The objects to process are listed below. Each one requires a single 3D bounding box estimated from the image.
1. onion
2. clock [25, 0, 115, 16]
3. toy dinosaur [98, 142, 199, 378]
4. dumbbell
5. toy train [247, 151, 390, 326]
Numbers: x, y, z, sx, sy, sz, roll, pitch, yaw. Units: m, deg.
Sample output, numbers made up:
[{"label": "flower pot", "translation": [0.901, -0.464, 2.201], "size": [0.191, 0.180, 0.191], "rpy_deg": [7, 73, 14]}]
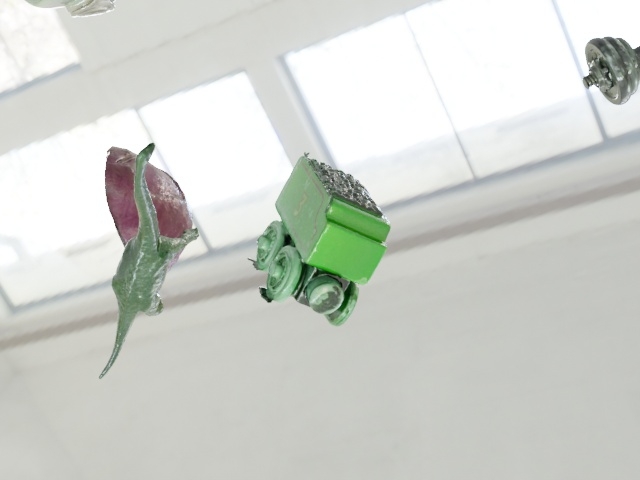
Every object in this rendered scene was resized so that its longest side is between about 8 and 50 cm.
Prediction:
[{"label": "onion", "translation": [-0.305, -0.068, 2.038], "size": [0.111, 0.247, 0.250], "rpy_deg": [-15, -142, 9]}, {"label": "clock", "translation": [-0.344, -0.420, 1.414], "size": [0.109, 0.265, 0.324], "rpy_deg": [-18, -148, -33]}, {"label": "toy dinosaur", "translation": [-0.290, 0.052, 1.715], "size": [0.301, 0.087, 0.447], "rpy_deg": [-36, 149, -78]}, {"label": "dumbbell", "translation": [0.508, -0.295, 1.662], "size": [0.255, 0.110, 0.110], "rpy_deg": [-28, -158, -2]}, {"label": "toy train", "translation": [0.000, 0.000, 1.560], "size": [0.188, 0.132, 0.243], "rpy_deg": [-61, -156, 16]}]
